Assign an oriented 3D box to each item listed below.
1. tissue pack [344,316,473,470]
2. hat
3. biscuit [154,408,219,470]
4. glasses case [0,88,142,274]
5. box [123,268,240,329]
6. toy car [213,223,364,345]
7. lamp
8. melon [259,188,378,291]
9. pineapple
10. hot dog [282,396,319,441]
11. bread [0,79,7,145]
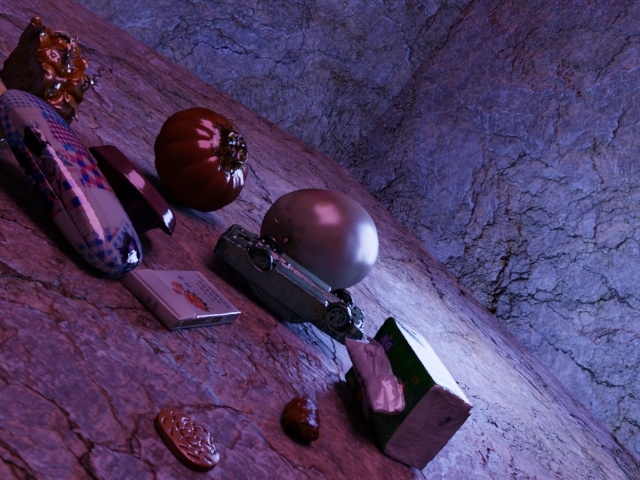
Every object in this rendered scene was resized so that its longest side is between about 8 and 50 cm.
[{"bbox_3d":[0.124,0.243,1.353,0.156,0.148,0.209,32,14,-28],"label":"tissue pack"},{"bbox_3d":[-0.321,-0.070,1.324,0.205,0.089,0.205,46,-11,11],"label":"hat"},{"bbox_3d":[-0.150,0.227,0.930,0.091,0.015,0.078,43,13,23],"label":"biscuit"},{"bbox_3d":[-0.373,-0.088,1.199,0.327,0.076,0.125,56,10,11],"label":"glasses case"},{"bbox_3d":[-0.208,0.089,1.247,0.109,0.029,0.198,41,12,18],"label":"box"},{"bbox_3d":[-0.057,0.087,1.527,0.320,0.097,0.141,36,11,-3],"label":"toy car"},{"bbox_3d":[-0.248,-0.170,1.696,0.223,0.196,0.223,36,47,-50],"label":"lamp"},{"bbox_3d":[0.000,0.000,1.723,0.223,0.223,0.317,44,16,26],"label":"melon"},{"bbox_3d":[-0.506,-0.269,1.437,0.186,0.237,0.114,-2,-19,34],"label":"pineapple"},{"bbox_3d":[-0.024,0.255,1.145,0.058,0.035,0.083,36,12,-10],"label":"hot dog"},{"bbox_3d":[-0.522,-0.198,1.262,0.106,0.082,0.125,62,6,-15],"label":"bread"}]
